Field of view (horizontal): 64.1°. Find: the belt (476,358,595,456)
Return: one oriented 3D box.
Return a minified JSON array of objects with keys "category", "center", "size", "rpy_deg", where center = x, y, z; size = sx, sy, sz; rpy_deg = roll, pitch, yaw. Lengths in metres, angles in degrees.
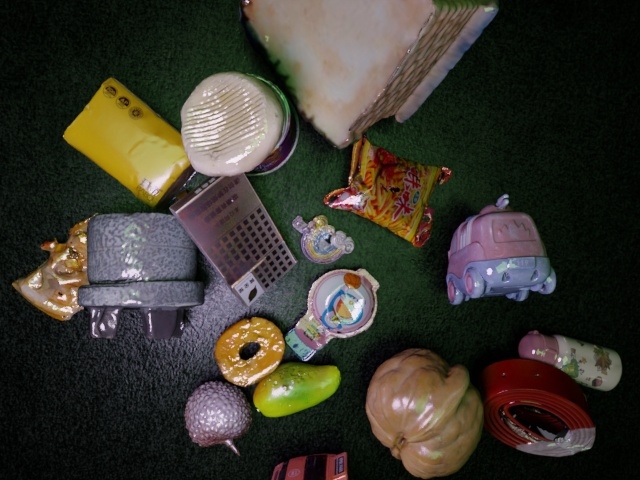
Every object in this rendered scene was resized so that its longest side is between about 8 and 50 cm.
[{"category":"belt","center":[0.564,0.439,1.325],"size":[0.324,0.115,0.227],"rpy_deg":[26,124,-7]}]

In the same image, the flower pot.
[{"category":"flower pot","center":[-0.415,0.093,1.194],"size":[0.300,0.299,0.282],"rpy_deg":[-3,82,-5]}]

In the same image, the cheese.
[{"category":"cheese","center":[0.031,0.190,1.326],"size":[0.286,0.074,0.189],"rpy_deg":[-43,95,1]}]

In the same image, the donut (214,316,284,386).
[{"category":"donut","center":[-0.173,0.283,1.299],"size":[0.179,0.065,0.162],"rpy_deg":[-22,69,-3]}]

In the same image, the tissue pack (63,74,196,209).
[{"category":"tissue pack","center":[-0.436,-0.226,1.223],"size":[0.271,0.134,0.192],"rpy_deg":[39,91,-6]}]

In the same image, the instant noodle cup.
[{"category":"instant noodle cup","center":[-0.171,-0.280,1.213],"size":[0.252,0.190,0.250],"rpy_deg":[0,95,-4]}]

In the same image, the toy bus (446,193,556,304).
[{"category":"toy bus","center":[0.425,0.032,1.258],"size":[0.198,0.294,0.231],"rpy_deg":[-3,77,-3]}]

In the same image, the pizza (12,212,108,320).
[{"category":"pizza","center":[-0.603,0.063,1.264],"size":[0.297,0.071,0.189],"rpy_deg":[-43,96,-1]}]

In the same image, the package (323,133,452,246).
[{"category":"package","center":[0.174,-0.135,1.300],"size":[0.288,0.108,0.223],"rpy_deg":[24,87,-14]}]

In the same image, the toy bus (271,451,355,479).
[{"category":"toy bus","center":[0.038,0.761,1.293],"size":[0.233,0.203,0.426],"rpy_deg":[-25,97,6]}]

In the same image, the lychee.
[{"category":"lychee","center":[-0.252,0.446,1.276],"size":[0.165,0.165,0.197],"rpy_deg":[-20,62,-3]}]

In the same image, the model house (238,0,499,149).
[{"category":"model house","center":[0.117,-0.505,1.150],"size":[0.400,0.395,0.445],"rpy_deg":[-28,72,-40]}]

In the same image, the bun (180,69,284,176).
[{"category":"bun","center":[-0.175,-0.234,1.054],"size":[0.231,0.133,0.230],"rpy_deg":[-2,83,19]}]

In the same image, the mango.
[{"category":"mango","center":[-0.061,0.373,1.315],"size":[0.233,0.111,0.125],"rpy_deg":[-21,102,-1]}]

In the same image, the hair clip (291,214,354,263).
[{"category":"hair clip","center":[0.000,0.000,1.327],"size":[0.172,0.049,0.116],"rpy_deg":[41,104,-15]}]

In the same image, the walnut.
[{"category":"walnut","center":[0.260,0.413,1.268],"size":[0.296,0.285,0.285],"rpy_deg":[40,90,13]}]

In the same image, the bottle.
[{"category":"bottle","center":[0.658,0.317,1.368],"size":[0.254,0.120,0.120],"rpy_deg":[15,93,-5]}]

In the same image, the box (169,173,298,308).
[{"category":"box","center":[-0.191,-0.006,1.205],"size":[0.180,0.047,0.324],"rpy_deg":[-42,129,-17]}]

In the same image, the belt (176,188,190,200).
[{"category":"belt","center":[-0.328,-0.085,1.282],"size":[0.036,0.059,0.083],"rpy_deg":[-28,108,-1]}]
